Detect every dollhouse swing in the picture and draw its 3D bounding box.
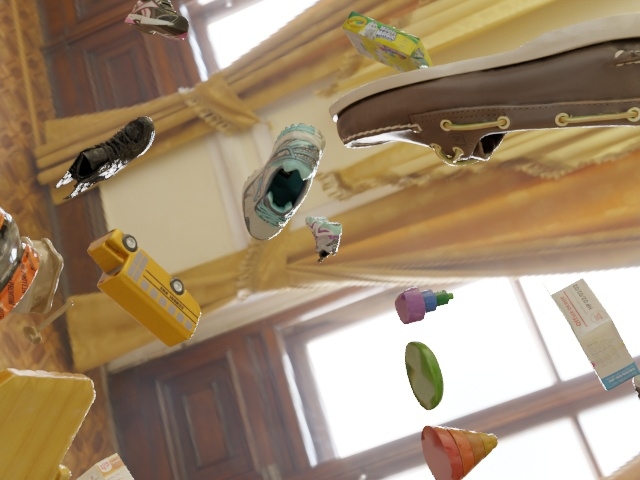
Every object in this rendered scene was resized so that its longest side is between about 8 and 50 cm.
[{"bbox_3d":[-0.650,0.363,1.344,0.347,0.315,0.305,32,69,-67],"label":"dollhouse swing"}]

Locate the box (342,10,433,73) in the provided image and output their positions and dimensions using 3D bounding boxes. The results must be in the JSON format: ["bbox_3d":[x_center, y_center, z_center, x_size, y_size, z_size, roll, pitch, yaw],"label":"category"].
[{"bbox_3d":[0.134,-0.357,1.356,0.179,0.043,0.105,33,-1,25],"label":"box"}]

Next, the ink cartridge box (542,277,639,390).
[{"bbox_3d":[0.417,0.134,1.125,0.181,0.061,0.104,51,14,-33],"label":"ink cartridge box"}]

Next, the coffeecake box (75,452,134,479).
[{"bbox_3d":[-0.368,0.491,1.260,0.185,0.142,0.068,53,15,11],"label":"coffeecake box"}]

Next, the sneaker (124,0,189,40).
[{"bbox_3d":[-0.303,-0.427,1.358,0.178,0.077,0.072,24,5,40],"label":"sneaker"}]

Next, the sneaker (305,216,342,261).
[{"bbox_3d":[0.000,0.000,1.164,0.098,0.038,0.069,-153,-113,-65],"label":"sneaker"}]

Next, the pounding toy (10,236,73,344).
[{"bbox_3d":[-0.757,0.125,1.936,0.155,0.154,0.270,6,105,-59],"label":"pounding toy"}]

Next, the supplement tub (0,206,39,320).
[{"bbox_3d":[-0.598,-0.018,1.063,0.338,0.207,0.207,47,19,-34],"label":"supplement tub"}]

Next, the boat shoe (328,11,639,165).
[{"bbox_3d":[0.154,-0.124,0.694,0.116,0.324,0.097,-15,95,-59],"label":"boat shoe"}]

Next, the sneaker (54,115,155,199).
[{"bbox_3d":[-0.341,-0.132,1.158,0.051,0.170,0.089,51,19,2],"label":"sneaker"}]

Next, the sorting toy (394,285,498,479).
[{"bbox_3d":[0.236,0.255,1.318,0.127,0.126,0.366,157,-78,-75],"label":"sorting toy"}]

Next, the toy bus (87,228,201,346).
[{"bbox_3d":[-0.466,0.125,1.912,0.333,0.108,0.130,48,35,-28],"label":"toy bus"}]

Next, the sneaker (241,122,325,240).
[{"bbox_3d":[-0.086,-0.083,1.345,0.283,0.110,0.122,120,-14,-45],"label":"sneaker"}]

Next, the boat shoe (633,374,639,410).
[{"bbox_3d":[0.664,0.305,1.358,0.183,0.065,0.083,-167,-118,-72],"label":"boat shoe"}]
